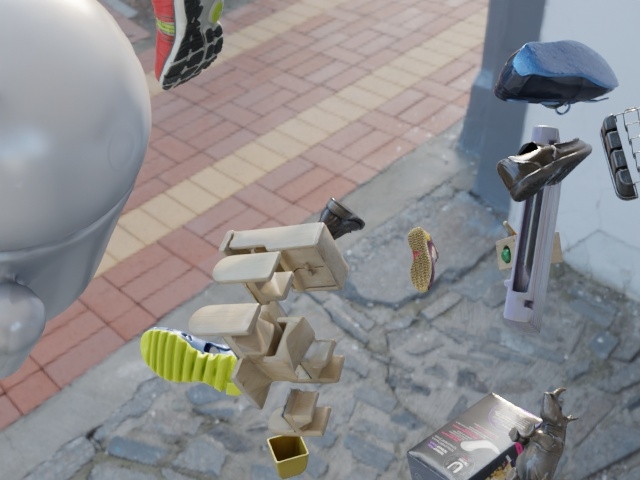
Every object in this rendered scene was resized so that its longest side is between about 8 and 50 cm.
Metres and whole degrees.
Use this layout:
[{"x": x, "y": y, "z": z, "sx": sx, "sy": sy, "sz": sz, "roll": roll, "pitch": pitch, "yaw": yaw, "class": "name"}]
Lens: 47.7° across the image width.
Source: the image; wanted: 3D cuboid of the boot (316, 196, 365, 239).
[{"x": 0.000, "y": 0.000, "z": 1.939, "sx": 0.091, "sy": 0.263, "sz": 0.229, "roll": 41, "pitch": 95, "yaw": 20, "class": "boot"}]

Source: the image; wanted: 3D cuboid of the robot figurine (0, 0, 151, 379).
[{"x": -0.236, "y": -0.053, "z": 0.505, "sx": 0.199, "sy": 0.353, "sz": 0.300, "roll": -8, "pitch": 69, "yaw": -30, "class": "robot figurine"}]

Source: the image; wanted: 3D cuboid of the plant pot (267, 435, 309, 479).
[{"x": -0.077, "y": 0.521, "z": 1.727, "sx": 0.081, "sy": 0.083, "sz": 0.081, "roll": -10, "pitch": 32, "yaw": -17, "class": "plant pot"}]

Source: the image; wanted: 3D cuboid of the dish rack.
[{"x": 0.777, "y": -0.220, "z": 1.609, "sx": 0.271, "sy": 0.074, "sz": 0.208, "roll": -14, "pitch": 64, "yaw": 20, "class": "dish rack"}]

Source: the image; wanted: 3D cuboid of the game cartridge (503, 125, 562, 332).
[{"x": 0.405, "y": -0.010, "z": 1.367, "sx": 0.068, "sy": 0.230, "sz": 0.355, "roll": 8, "pitch": 81, "yaw": 19, "class": "game cartridge"}]

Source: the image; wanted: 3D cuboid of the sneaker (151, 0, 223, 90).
[{"x": -0.214, "y": -0.351, "z": 1.104, "sx": 0.107, "sy": 0.279, "sz": 0.118, "roll": -32, "pitch": 73, "yaw": -34, "class": "sneaker"}]

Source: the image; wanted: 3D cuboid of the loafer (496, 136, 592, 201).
[{"x": 0.362, "y": -0.133, "z": 1.166, "sx": 0.220, "sy": 0.080, "sz": 0.078, "roll": -23, "pitch": 69, "yaw": -42, "class": "loafer"}]

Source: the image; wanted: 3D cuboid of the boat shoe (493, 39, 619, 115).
[{"x": 0.353, "y": -0.251, "z": 1.103, "sx": 0.258, "sy": 0.089, "sz": 0.109, "roll": -1, "pitch": 59, "yaw": -37, "class": "boat shoe"}]

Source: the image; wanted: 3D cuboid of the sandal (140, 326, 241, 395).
[{"x": -0.310, "y": 0.304, "z": 1.863, "sx": 0.317, "sy": 0.126, "sz": 0.138, "roll": 20, "pitch": 11, "yaw": 7, "class": "sandal"}]

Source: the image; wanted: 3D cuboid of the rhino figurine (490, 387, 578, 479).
[{"x": 0.407, "y": 0.381, "z": 1.344, "sx": 0.106, "sy": 0.073, "sz": 0.243, "roll": 36, "pitch": 70, "yaw": -16, "class": "rhino figurine"}]

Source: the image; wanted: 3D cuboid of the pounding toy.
[{"x": 0.470, "y": 0.011, "z": 1.677, "sx": 0.141, "sy": 0.130, "sz": 0.100, "roll": -4, "pitch": 82, "yaw": -10, "class": "pounding toy"}]

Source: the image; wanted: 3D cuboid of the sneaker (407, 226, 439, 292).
[{"x": 0.281, "y": 0.057, "z": 1.898, "sx": 0.069, "sy": 0.084, "sz": 0.186, "roll": -23, "pitch": 54, "yaw": 36, "class": "sneaker"}]

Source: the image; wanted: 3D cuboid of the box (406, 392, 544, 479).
[{"x": 0.346, "y": 0.481, "z": 1.577, "sx": 0.270, "sy": 0.143, "sz": 0.165, "roll": -25, "pitch": 26, "yaw": -27, "class": "box"}]

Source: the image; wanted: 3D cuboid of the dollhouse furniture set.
[{"x": -0.125, "y": 0.163, "z": 1.568, "sx": 0.256, "sy": 0.362, "sz": 0.394, "roll": -6, "pitch": 44, "yaw": 28, "class": "dollhouse furniture set"}]
